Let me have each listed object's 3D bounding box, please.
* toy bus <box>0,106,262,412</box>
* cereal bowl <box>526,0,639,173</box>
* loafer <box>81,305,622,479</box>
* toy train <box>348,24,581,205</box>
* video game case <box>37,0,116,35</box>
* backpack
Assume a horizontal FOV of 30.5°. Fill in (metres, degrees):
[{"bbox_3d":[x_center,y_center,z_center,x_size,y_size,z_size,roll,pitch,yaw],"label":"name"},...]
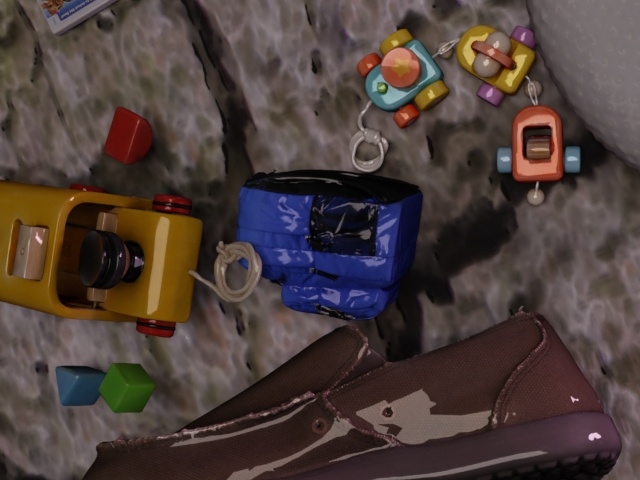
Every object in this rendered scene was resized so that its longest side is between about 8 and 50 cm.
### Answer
[{"bbox_3d":[-0.168,0.010,0.823,0.202,0.104,0.191,-46,58,29],"label":"toy bus"},{"bbox_3d":[0.284,-0.174,0.697,0.339,0.141,0.339,3,99,16],"label":"cereal bowl"},{"bbox_3d":[0.011,0.131,0.806,0.366,0.134,0.130,-10,62,4],"label":"loafer"},{"bbox_3d":[0.098,-0.091,0.818,0.166,0.046,0.125,4,89,14],"label":"toy train"},{"bbox_3d":[-0.196,-0.233,0.915,0.087,0.011,0.122,-28,82,11],"label":"video game case"},{"bbox_3d":[0.000,0.000,0.814,0.120,0.098,0.101,10,94,13],"label":"backpack"}]
